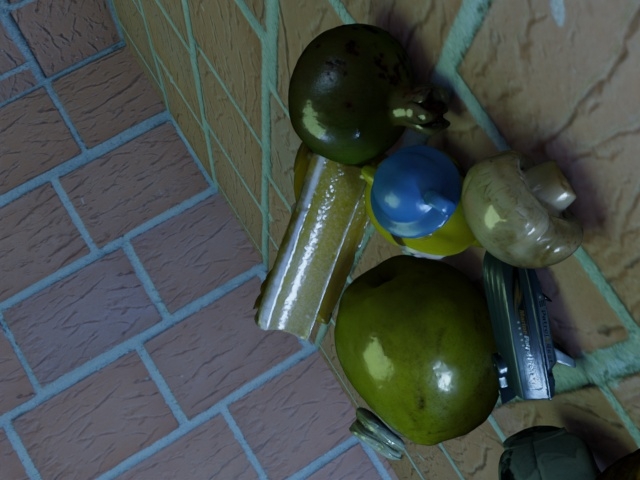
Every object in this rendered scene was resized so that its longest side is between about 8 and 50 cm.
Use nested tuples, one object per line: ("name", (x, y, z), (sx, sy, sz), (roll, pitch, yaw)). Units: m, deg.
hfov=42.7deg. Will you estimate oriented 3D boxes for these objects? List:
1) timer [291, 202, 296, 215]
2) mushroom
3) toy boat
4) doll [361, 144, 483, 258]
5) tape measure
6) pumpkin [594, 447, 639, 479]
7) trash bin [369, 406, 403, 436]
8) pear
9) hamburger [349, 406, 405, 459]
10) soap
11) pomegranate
("timer", (0.000, 0.000, 1.980), (0.190, 0.069, 0.208), (55, 167, 21))
("mushroom", (0.214, -0.034, 0.871), (0.148, 0.112, 0.148), (47, -158, -26))
("toy boat", (0.266, 0.093, 1.073), (0.093, 0.103, 0.246), (-111, 8, -75))
("doll", (0.141, -0.047, 1.046), (0.200, 0.145, 0.363), (26, -177, 3))
("tape measure", (0.355, 0.399, 1.170), (0.275, 0.147, 0.256), (-82, -32, -63))
("pumpkin", (0.408, 0.323, 0.781), (0.317, 0.222, 0.139), (47, 136, 43))
("trash bin", (0.175, 0.255, 1.545), (0.182, 0.209, 0.290), (49, 172, 10))
("pear", (0.161, 0.174, 1.284), (0.307, 0.253, 0.253), (65, 168, -12))
("hamburger", (0.113, 0.367, 1.519), (0.121, 0.054, 0.084), (40, 173, -14))
("soap", (-0.004, -0.018, 1.260), (0.143, 0.281, 0.259), (22, -164, -1))
("pomegranate", (0.057, -0.173, 1.060), (0.210, 0.179, 0.179), (47, 165, 20))
